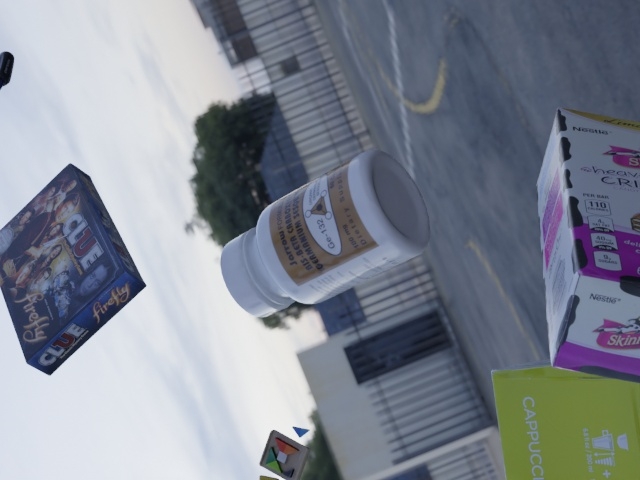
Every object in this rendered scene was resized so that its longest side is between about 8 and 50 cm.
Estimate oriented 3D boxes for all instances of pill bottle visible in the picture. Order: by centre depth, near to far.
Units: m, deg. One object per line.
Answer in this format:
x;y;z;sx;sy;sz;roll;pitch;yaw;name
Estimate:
0.000;0.000;1.153;0.131;0.229;0.131;38;-142;-36;pill bottle

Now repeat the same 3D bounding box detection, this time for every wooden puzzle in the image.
-0.059;0.349;1.597;0.014;0.079;0.116;-7;-69;-67;wooden puzzle

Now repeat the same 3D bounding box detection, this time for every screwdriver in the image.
-0.385;-0.169;1.172;0.170;0.024;0.025;-92;-14;-47;screwdriver

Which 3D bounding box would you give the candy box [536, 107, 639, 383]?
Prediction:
0.228;0.001;0.644;0.233;0.159;0.071;-75;-6;-59;candy box

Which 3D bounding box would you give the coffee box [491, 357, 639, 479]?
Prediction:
0.465;0.312;1.351;0.334;0.338;0.337;3;-101;-57;coffee box

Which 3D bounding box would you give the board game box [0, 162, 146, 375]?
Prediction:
-0.326;0.029;1.252;0.042;0.165;0.243;42;-172;-46;board game box
